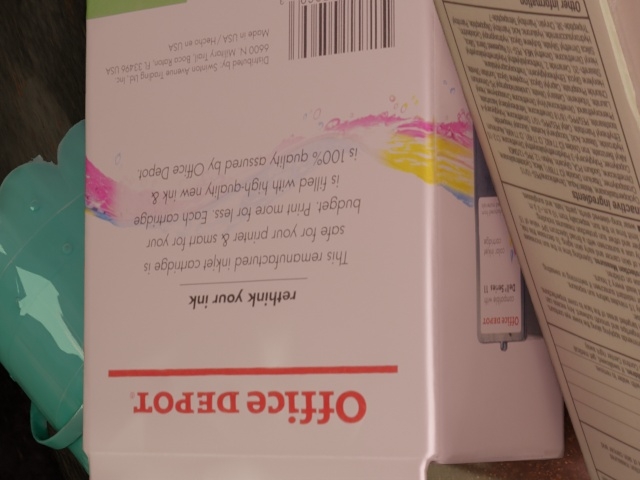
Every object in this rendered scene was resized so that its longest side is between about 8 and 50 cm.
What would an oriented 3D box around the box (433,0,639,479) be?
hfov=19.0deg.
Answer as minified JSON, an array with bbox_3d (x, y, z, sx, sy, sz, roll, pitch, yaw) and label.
[{"bbox_3d":[0.162,-0.008,0.793,0.148,0.121,0.311,24,137,62],"label":"box"}]

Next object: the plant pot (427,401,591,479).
[{"bbox_3d":[0.104,0.096,1.007,0.230,0.215,0.215,29,144,40],"label":"plant pot"}]

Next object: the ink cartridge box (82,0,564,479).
[{"bbox_3d":[0.000,0.000,0.900,0.207,0.119,0.354,-3,84,36],"label":"ink cartridge box"}]

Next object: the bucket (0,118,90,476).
[{"bbox_3d":[-0.121,0.041,1.426,0.183,0.281,0.281,52,159,22],"label":"bucket"}]
